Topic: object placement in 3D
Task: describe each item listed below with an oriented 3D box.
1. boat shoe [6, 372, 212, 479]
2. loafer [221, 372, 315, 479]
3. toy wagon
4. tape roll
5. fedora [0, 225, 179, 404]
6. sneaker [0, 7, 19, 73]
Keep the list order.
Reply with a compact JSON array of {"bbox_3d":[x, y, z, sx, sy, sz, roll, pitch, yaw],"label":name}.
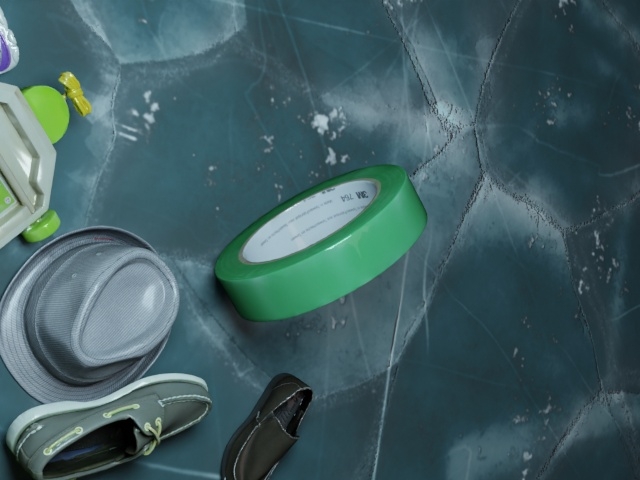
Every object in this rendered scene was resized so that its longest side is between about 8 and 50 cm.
[{"bbox_3d":[-0.278,0.265,1.681,0.305,0.091,0.109,-10,129,-34],"label":"boat shoe"},{"bbox_3d":[-0.079,0.301,1.861,0.080,0.078,0.220,39,65,-29],"label":"loafer"},{"bbox_3d":[-0.448,-0.104,1.597,0.344,0.068,0.267,-46,124,-32],"label":"toy wagon"},{"bbox_3d":[0.000,0.000,1.791,0.321,0.321,0.077,-40,110,-32],"label":"tape roll"},{"bbox_3d":[-0.300,0.104,1.679,0.275,0.124,0.244,-39,109,-33],"label":"fedora"},{"bbox_3d":[-0.466,-0.302,1.620,0.071,0.068,0.170,-30,106,-29],"label":"sneaker"}]
